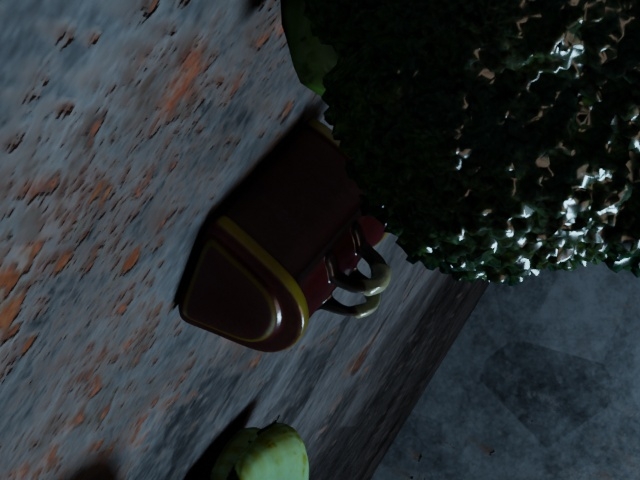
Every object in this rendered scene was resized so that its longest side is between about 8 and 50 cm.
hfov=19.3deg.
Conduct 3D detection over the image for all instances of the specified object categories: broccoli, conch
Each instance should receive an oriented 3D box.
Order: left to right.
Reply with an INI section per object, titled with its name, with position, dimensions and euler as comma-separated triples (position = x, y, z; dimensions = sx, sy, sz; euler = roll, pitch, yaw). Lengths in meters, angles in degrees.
[conch]
position = -0.059, 0.191, 1.500
dimensions = 0.170, 0.079, 0.105
euler = -1, 107, -72
[broccoli]
position = 0.091, -0.107, 0.757
dimensions = 0.297, 0.297, 0.297
euler = -54, -169, -26

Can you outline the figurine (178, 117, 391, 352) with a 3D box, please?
[figurine]
position = 0.000, 0.000, 1.074
dimensions = 0.154, 0.098, 0.082
euler = -46, 161, -44
